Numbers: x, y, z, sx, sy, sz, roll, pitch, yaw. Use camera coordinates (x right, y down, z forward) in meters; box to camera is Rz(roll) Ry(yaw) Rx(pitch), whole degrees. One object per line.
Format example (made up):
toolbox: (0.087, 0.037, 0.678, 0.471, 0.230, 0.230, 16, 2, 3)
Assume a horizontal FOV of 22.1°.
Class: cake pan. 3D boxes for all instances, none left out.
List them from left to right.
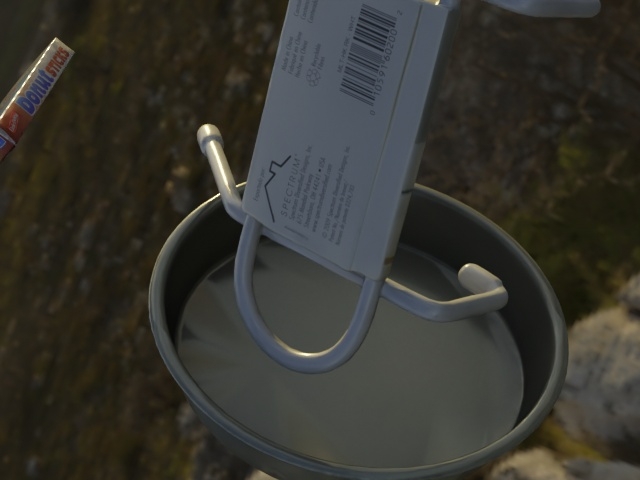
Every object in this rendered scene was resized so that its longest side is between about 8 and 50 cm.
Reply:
cake pan: (0.025, 0.065, 1.145, 0.293, 0.293, 0.054, -98, 15, -46)

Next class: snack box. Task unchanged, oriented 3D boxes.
snack box: (-0.222, -0.090, 1.181, 0.064, 0.022, 0.178, -44, 15, 23)

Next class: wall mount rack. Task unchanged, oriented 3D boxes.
wall mount rack: (0.011, -0.104, 1.068, 0.304, 0.130, 0.350, 28, 114, 33)
